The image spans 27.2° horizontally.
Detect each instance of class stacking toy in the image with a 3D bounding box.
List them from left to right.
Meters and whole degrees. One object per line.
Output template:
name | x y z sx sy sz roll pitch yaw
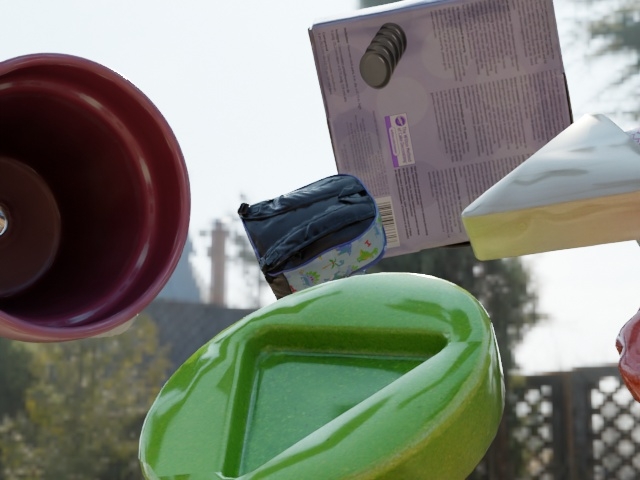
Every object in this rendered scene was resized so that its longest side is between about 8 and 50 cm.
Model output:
stacking toy | 0.102 0.088 0.439 0.309 0.130 0.279 -31 26 -17

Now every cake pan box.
cake pan box | 0.133 -0.118 1.352 0.245 0.267 0.070 -11 16 7

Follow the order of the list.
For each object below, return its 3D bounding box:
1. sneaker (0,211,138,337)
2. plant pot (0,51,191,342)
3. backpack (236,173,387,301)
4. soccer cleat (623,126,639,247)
sneaker | -0.283 0.022 1.393 0.215 0.084 0.083 36 22 -10
plant pot | -0.222 -0.021 0.982 0.201 0.201 0.180 7 -11 -31
backpack | 0.000 0.000 1.168 0.114 0.105 0.084 -26 -45 -1
soccer cleat | 0.311 0.029 1.038 0.143 0.331 0.116 -29 -38 -18
